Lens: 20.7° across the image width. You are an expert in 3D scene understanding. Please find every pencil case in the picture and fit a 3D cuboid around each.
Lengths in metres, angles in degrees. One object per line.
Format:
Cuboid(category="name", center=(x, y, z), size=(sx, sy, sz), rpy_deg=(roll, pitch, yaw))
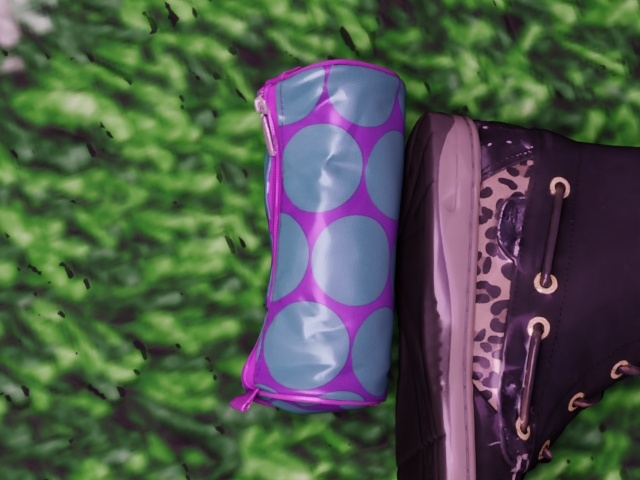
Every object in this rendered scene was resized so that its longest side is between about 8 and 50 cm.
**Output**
Cuboid(category="pencil case", center=(0.000, 0.000, 0.766), size=(0.070, 0.064, 0.151), rpy_deg=(4, 85, -22))

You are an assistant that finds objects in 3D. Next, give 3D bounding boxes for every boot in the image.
Cuboid(category="boot", center=(0.126, 0.061, 0.773), size=(0.179, 0.085, 0.236), rpy_deg=(0, 86, -12))
